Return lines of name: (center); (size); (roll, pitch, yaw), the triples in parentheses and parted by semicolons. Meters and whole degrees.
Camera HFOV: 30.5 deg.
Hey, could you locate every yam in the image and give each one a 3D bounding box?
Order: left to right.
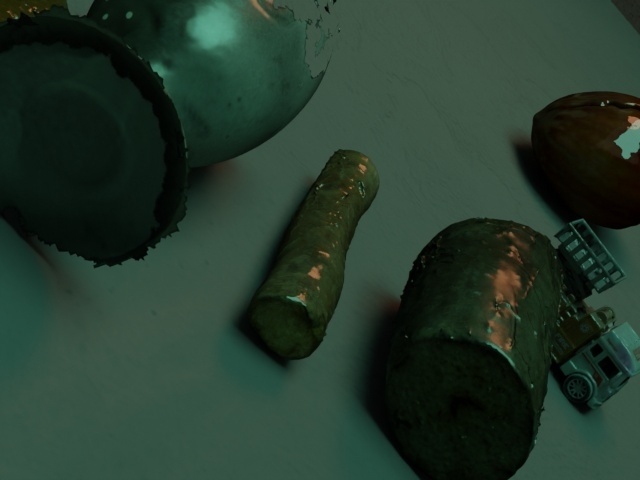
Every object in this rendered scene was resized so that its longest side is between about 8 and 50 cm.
yam: (0.000, 0.000, 1.008); (0.066, 0.066, 0.300); (42, 28, -11)
yam: (0.132, 0.080, 1.008); (0.154, 0.154, 0.254); (44, 31, -8)

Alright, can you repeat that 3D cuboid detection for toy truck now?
toy truck: (0.281, 0.080, 1.257); (0.178, 0.115, 0.080); (56, 28, 12)

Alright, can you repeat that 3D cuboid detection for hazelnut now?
hazelnut: (0.397, -0.123, 1.631); (0.181, 0.181, 0.212); (62, 33, -19)

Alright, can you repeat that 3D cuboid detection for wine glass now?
wine glass: (-0.115, -0.127, 0.881); (0.190, 0.190, 0.357); (46, 32, -4)

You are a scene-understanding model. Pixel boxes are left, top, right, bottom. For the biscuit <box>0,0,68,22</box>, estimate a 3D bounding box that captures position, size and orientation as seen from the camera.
biscuit: (-0.282, -0.211, 0.888); (0.208, 0.049, 0.181); (53, 27, 7)
